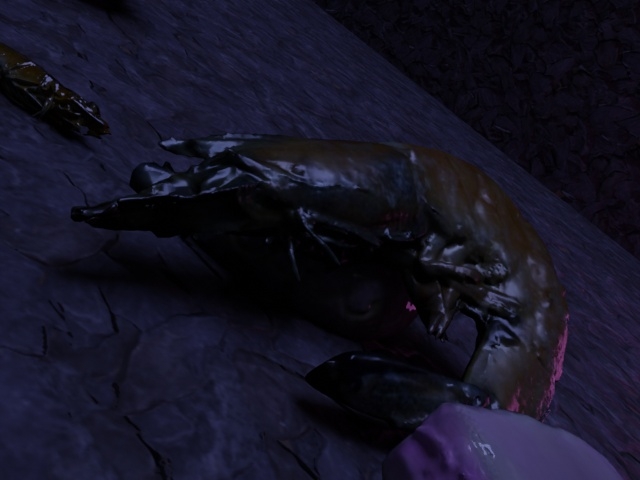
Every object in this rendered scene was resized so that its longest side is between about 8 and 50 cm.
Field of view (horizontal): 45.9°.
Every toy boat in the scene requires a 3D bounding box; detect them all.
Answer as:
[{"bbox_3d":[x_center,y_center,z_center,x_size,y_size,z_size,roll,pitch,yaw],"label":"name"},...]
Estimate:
[{"bbox_3d":[0.000,0.000,0.685,0.227,0.085,0.155,33,19,-7],"label":"toy boat"}]

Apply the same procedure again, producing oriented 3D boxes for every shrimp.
[{"bbox_3d":[-0.268,-0.132,0.632,0.178,0.034,0.124,35,22,5],"label":"shrimp"},{"bbox_3d":[0.034,0.031,0.578,0.445,0.085,0.272,9,56,-34],"label":"shrimp"}]

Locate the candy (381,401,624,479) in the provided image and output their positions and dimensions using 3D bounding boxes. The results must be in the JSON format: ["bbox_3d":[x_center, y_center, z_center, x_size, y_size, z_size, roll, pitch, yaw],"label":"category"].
[{"bbox_3d":[0.125,0.216,0.352,0.155,0.116,0.265,25,23,-34],"label":"candy"}]
